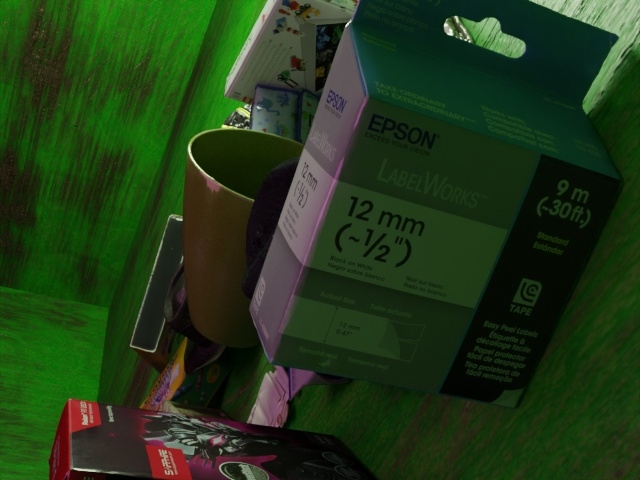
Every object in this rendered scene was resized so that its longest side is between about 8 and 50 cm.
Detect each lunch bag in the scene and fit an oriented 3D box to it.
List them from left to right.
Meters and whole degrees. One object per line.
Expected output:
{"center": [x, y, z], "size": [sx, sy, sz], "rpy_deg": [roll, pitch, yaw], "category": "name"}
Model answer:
{"center": [-0.050, -0.197, 1.358], "size": [0.096, 0.151, 0.129], "rpy_deg": [120, 156, -61], "category": "lunch bag"}

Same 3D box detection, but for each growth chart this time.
{"center": [-0.095, 0.320, 1.313], "size": [0.172, 0.021, 0.237], "rpy_deg": [-124, 51, -64], "category": "growth chart"}

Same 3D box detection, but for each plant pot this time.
{"center": [-0.106, 0.015, 1.212], "size": [0.275, 0.274, 0.293], "rpy_deg": [-109, 34, -57], "category": "plant pot"}

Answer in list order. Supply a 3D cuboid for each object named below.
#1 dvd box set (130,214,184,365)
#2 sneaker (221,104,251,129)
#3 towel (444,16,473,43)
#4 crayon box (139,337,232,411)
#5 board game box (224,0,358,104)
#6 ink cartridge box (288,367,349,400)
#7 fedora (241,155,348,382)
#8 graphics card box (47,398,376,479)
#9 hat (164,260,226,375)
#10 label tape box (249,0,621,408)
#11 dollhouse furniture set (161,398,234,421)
{"center": [-0.347, 0.148, 1.823], "size": [0.420, 0.062, 0.308], "rpy_deg": [101, -177, -73], "category": "dvd box set"}
{"center": [-0.084, -0.074, 1.438], "size": [0.147, 0.145, 0.385], "rpy_deg": [53, -154, -61], "category": "sneaker"}
{"center": [0.126, -0.251, 1.073], "size": [0.282, 0.049, 0.187], "rpy_deg": [-101, 32, -50], "category": "towel"}
{"center": [-0.314, 0.347, 1.685], "size": [0.278, 0.081, 0.165], "rpy_deg": [-58, 20, -2], "category": "crayon box"}
{"center": [-0.028, -0.322, 1.322], "size": [0.305, 0.193, 0.053], "rpy_deg": [136, 143, -55], "category": "board game box"}
{"center": [0.044, 0.072, 1.046], "size": [0.165, 0.065, 0.333], "rpy_deg": [-95, 28, -43], "category": "ink cartridge box"}
{"center": [0.000, 0.000, 0.890], "size": [0.334, 0.152, 0.334], "rpy_deg": [-165, 90, -72], "category": "fedora"}
{"center": [-0.122, 0.284, 0.895], "size": [0.233, 0.371, 0.094], "rpy_deg": [-162, 87, -71], "category": "graphics card box"}
{"center": [-0.238, 0.104, 1.573], "size": [0.331, 0.134, 0.331], "rpy_deg": [-49, 20, 25], "category": "hat"}
{"center": [0.112, -0.042, 0.665], "size": [0.115, 0.249, 0.348], "rpy_deg": [-120, 48, -63], "category": "label tape box"}
{"center": [-0.263, 0.431, 1.527], "size": [0.129, 0.129, 0.184], "rpy_deg": [-179, 104, -70], "category": "dollhouse furniture set"}
